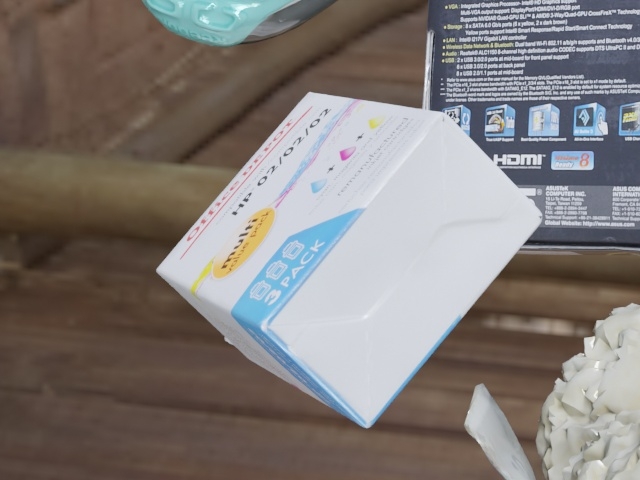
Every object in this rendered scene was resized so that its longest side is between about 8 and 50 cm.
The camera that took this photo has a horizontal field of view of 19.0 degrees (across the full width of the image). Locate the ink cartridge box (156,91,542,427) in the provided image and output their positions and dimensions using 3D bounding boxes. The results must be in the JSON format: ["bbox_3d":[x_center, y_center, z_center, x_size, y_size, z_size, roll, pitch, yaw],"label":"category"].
[{"bbox_3d":[0.000,0.000,0.765,0.104,0.061,0.181,-49,-161,-8],"label":"ink cartridge box"}]

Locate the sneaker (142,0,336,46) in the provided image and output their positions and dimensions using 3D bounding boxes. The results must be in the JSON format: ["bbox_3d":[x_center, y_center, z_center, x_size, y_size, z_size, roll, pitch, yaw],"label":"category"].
[{"bbox_3d":[0.015,-0.095,0.366,0.076,0.065,0.166,85,30,-61],"label":"sneaker"}]

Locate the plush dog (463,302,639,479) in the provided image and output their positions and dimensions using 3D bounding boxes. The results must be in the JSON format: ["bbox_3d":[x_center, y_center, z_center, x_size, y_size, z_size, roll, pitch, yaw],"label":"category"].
[{"bbox_3d":[0.189,0.073,0.524,0.262,0.225,0.210,61,9,27],"label":"plush dog"}]

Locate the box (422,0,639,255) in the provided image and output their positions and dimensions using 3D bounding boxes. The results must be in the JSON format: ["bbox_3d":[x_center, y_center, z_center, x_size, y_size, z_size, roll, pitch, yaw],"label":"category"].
[{"bbox_3d":[0.248,-0.145,1.057,0.097,0.395,0.318,4,88,-58],"label":"box"}]
